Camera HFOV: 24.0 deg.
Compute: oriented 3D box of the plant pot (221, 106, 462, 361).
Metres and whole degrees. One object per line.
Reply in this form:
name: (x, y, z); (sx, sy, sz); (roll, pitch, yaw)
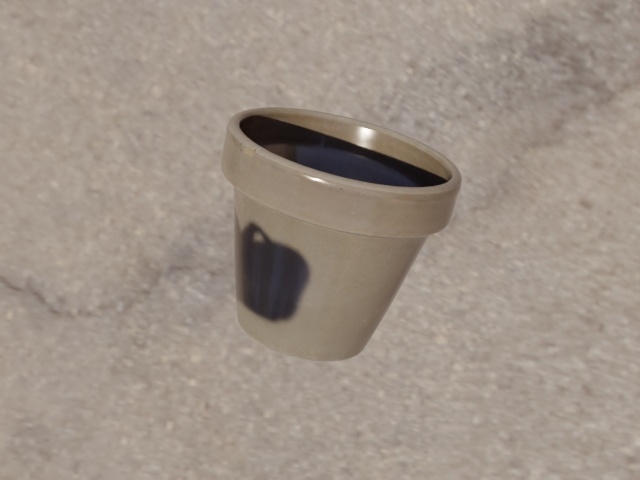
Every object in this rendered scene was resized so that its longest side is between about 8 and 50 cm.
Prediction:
plant pot: (0.000, 0.000, 1.658); (0.263, 0.263, 0.229); (28, 113, 34)
